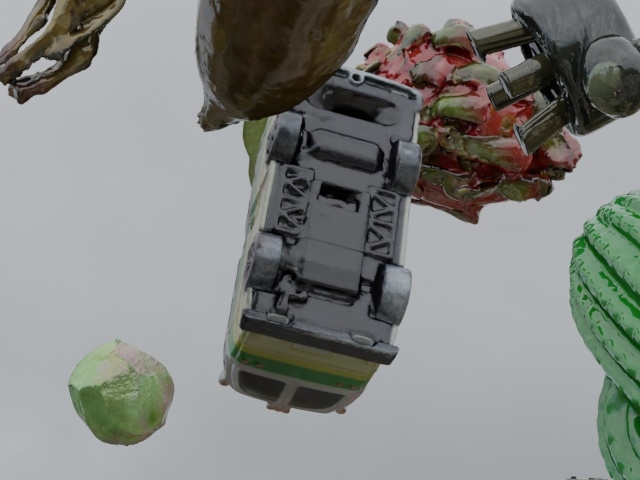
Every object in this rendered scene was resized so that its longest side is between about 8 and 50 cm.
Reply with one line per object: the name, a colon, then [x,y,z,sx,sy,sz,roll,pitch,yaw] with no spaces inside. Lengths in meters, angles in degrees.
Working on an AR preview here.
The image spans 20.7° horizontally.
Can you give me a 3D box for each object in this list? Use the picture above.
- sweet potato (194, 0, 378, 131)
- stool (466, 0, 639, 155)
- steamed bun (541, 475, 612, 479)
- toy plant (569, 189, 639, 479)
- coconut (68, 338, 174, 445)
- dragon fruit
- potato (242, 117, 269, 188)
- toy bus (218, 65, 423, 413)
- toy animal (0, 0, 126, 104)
sweet potato: [-0.016,-0.219,1.351,0.158,0.158,0.369,5,-50,-11]
stool: [0.232,-0.174,1.678,0.139,0.153,0.228,-26,0,-2]
steamed bun: [0.345,0.361,1.781,0.324,0.206,0.324,8,-14,2]
toy plant: [0.184,0.062,0.831,0.088,0.240,0.154,16,-46,-27]
coconut: [-0.160,0.129,1.436,0.083,0.082,0.081,-22,-63,-5]
dragon fruit: [0.176,-0.146,2.203,0.303,0.231,0.237,30,-15,6]
potato: [-0.028,-0.135,1.911,0.149,0.081,0.120,-17,-69,38]
toy bus: [0.000,0.000,1.615,0.143,0.305,0.179,13,-37,-8]
toy animal: [-0.204,-0.235,1.366,0.149,0.275,0.054,14,-14,22]
